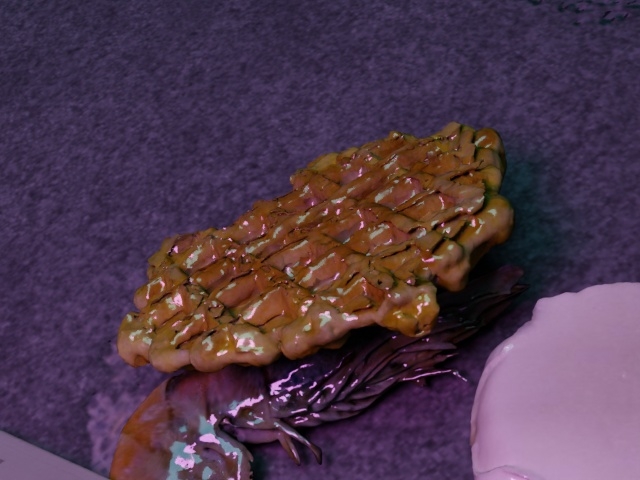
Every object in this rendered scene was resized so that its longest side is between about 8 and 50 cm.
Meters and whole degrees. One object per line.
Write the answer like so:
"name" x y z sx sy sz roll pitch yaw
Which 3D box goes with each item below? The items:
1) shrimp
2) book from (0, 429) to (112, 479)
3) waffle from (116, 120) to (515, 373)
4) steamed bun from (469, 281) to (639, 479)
"shrimp" 0.007 0.114 0.809 0.296 0.058 0.169 -25 51 3
"book" -0.224 0.182 0.772 0.295 0.020 0.208 12 31 42
"waffle" 0.001 0.002 0.872 0.291 0.051 0.291 -22 22 9
"steamed bun" 0.167 0.113 0.705 0.183 0.106 0.183 -9 45 9
